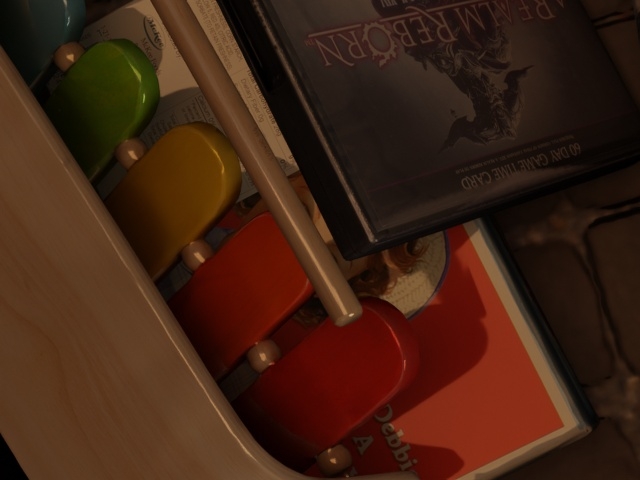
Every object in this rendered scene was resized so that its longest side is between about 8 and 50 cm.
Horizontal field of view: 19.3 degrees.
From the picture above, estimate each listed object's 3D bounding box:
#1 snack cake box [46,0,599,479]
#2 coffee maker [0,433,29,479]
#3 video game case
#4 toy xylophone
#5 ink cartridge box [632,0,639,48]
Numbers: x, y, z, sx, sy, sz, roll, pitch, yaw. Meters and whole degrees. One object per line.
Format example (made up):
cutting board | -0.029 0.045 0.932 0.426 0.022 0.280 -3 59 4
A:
snack cake box | 0.000 0.000 0.857 0.152 0.089 0.264 -27 82 9
coffee maker | -0.204 0.165 0.881 0.171 0.120 0.178 25 92 14
video game case | 0.022 -0.137 0.816 0.026 0.196 0.274 -36 77 45
toy xylophone | -0.075 0.001 0.760 0.236 0.081 0.322 -34 80 40
ink cartridge box | 0.179 -0.070 0.784 0.087 0.153 0.208 -10 86 11
